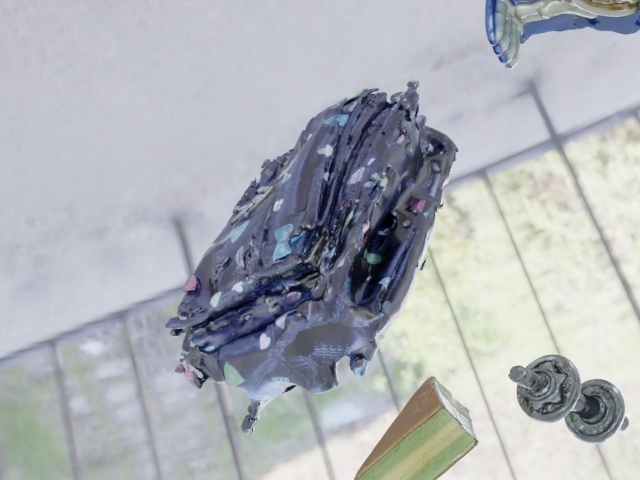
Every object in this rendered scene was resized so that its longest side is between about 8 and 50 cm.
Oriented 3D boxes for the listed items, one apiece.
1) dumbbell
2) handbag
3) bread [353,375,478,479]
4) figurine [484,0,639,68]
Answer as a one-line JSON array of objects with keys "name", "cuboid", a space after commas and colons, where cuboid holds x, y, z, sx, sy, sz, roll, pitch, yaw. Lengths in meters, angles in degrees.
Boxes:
[{"name": "dumbbell", "cuboid": [0.293, 0.185, 1.661, 0.081, 0.082, 0.254, -35, 143, 25]}, {"name": "handbag", "cuboid": [0.000, 0.000, 0.936, 0.162, 0.260, 0.113, -30, 112, 35]}, {"name": "bread", "cuboid": [0.105, 0.236, 1.643, 0.139, 0.084, 0.074, -44, 105, 11]}, {"name": "figurine", "cuboid": [0.210, -0.185, 0.844, 0.262, 0.121, 0.164, 8, 125, 25]}]
